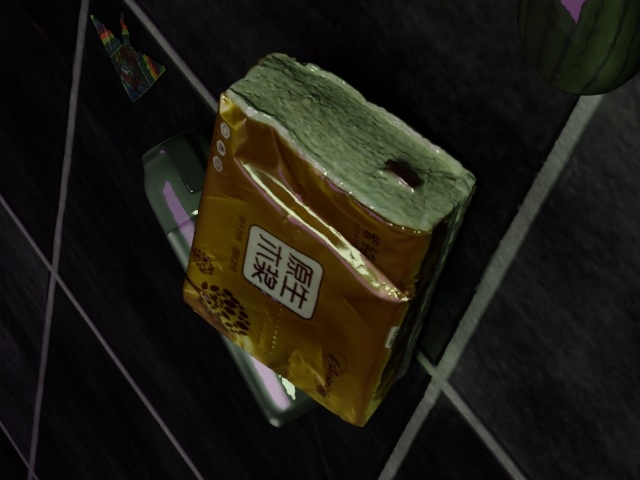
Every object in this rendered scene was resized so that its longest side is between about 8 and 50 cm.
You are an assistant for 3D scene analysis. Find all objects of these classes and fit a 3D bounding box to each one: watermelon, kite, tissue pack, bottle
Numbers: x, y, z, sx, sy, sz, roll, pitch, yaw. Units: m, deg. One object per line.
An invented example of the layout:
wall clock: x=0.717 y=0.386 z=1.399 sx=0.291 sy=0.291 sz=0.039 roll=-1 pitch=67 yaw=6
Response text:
watermelon: x=0.143 y=-0.127 z=0.758 sx=0.078 sy=0.078 sz=0.111 roll=42 pitch=143 yaw=34
kite: x=-0.170 y=-0.162 z=1.300 sx=0.122 sy=0.004 sz=0.090 roll=32 pitch=138 yaw=42
tissue pack: x=0.000 y=0.000 z=1.038 sx=0.183 sy=0.092 sz=0.226 roll=33 pitch=141 yaw=15
bottle: x=-0.066 y=0.029 z=1.201 sx=0.254 sy=0.079 sz=0.096 roll=62 pitch=172 yaw=4
